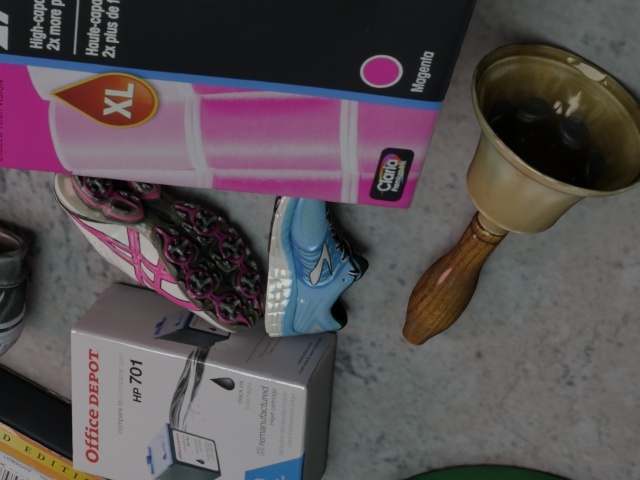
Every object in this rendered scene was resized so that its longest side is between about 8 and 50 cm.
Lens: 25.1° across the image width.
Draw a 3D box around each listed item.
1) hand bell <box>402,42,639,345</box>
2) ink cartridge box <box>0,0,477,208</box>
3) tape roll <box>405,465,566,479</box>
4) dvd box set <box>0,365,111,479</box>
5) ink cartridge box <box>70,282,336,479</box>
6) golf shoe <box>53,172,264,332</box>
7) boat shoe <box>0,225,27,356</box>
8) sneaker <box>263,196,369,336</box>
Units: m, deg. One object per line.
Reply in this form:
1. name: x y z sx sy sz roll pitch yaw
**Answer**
1. hand bell: 0.112 -0.003 0.972 0.126 0.126 0.242 30 135 2
2. ink cartridge box: -0.110 -0.115 0.808 0.371 0.069 0.176 7 137 -7
3. tape roll: 0.148 0.330 1.138 0.321 0.077 0.321 8 119 16
4. dvd box set: -0.360 0.271 1.300 0.307 0.062 0.420 27 123 5
5. ink cartridge box: -0.092 0.126 1.113 0.191 0.082 0.139 11 120 13
6. golf shoe: -0.120 0.001 1.073 0.186 0.067 0.086 44 147 -5
7. boat shoe: -0.383 -0.017 1.135 0.335 0.121 0.119 19 115 -3
8. sneaker: 0.000 0.000 1.033 0.073 0.063 0.162 6 126 1
